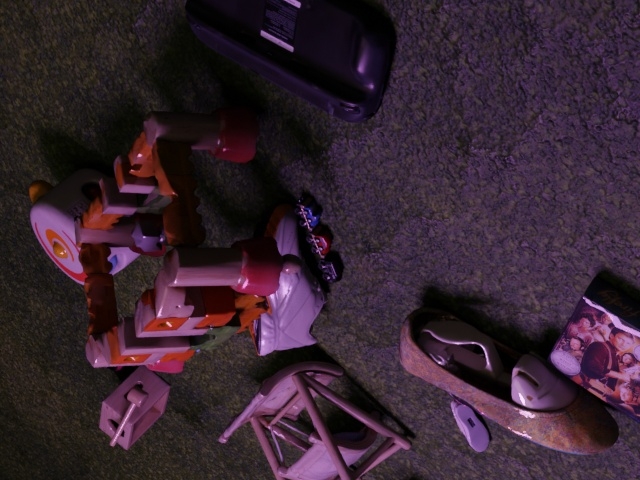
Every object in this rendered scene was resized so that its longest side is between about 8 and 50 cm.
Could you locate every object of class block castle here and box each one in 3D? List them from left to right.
[{"bbox_3d":[-0.214,0.015,1.773,0.453,0.212,0.303,-41,55,53],"label":"block castle"}]

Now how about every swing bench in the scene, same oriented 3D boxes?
[{"bbox_3d":[-0.017,0.351,2.025,0.255,0.165,0.253,47,146,6],"label":"swing bench"}]

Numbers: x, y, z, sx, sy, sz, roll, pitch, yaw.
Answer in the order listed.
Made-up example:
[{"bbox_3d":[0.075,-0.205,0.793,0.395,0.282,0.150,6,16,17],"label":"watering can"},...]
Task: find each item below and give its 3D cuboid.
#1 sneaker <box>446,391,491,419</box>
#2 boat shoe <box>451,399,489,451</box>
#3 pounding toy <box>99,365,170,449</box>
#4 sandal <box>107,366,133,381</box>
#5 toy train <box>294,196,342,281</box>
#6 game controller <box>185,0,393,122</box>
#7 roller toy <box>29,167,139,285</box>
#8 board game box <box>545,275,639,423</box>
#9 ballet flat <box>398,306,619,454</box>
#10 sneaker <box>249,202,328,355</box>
[{"bbox_3d":[0.232,0.241,1.760,0.119,0.047,0.057,37,152,24],"label":"sneaker"},{"bbox_3d":[0.236,0.293,1.819,0.100,0.035,0.035,57,171,-23],"label":"boat shoe"},{"bbox_3d":[-0.410,0.347,2.395,0.094,0.181,0.206,37,144,12],"label":"pounding toy"},{"bbox_3d":[-0.443,0.247,2.450,0.067,0.040,0.179,29,142,22],"label":"sandal"},{"bbox_3d":[0.000,0.000,1.759,0.036,0.027,0.158,4,129,39],"label":"toy train"},{"bbox_3d":[-0.047,-0.281,1.505,0.319,0.067,0.166,31,129,18],"label":"game controller"},{"bbox_3d":[-0.422,-0.021,2.049,0.191,0.146,0.209,13,136,46],"label":"roller toy"},{"bbox_3d":[0.428,0.170,1.484,0.243,0.042,0.165,33,143,17],"label":"board game box"},{"bbox_3d":[0.258,0.191,1.617,0.348,0.123,0.123,24,140,31],"label":"ballet flat"},{"bbox_3d":[-0.045,0.059,1.825,0.099,0.121,0.262,-121,33,-57],"label":"sneaker"}]
